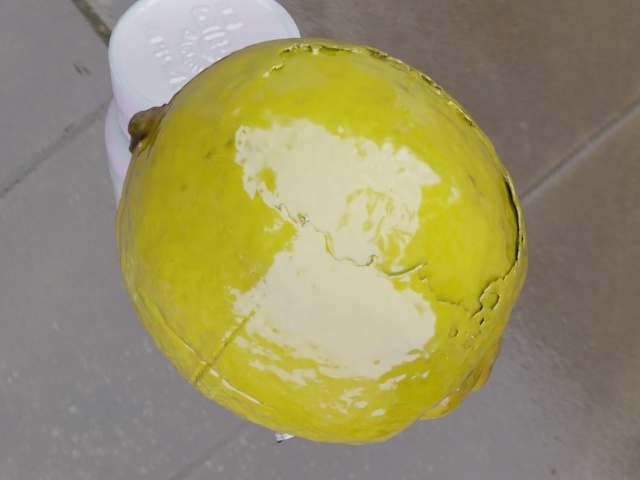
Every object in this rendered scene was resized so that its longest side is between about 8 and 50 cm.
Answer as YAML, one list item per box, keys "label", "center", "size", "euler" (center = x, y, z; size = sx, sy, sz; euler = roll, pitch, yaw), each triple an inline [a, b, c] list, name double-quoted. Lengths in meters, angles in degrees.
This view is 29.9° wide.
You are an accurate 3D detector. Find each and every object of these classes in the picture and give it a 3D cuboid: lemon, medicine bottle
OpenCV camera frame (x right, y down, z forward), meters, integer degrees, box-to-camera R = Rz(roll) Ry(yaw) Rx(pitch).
- label: "lemon"
  center: [0.001, 0.000, 0.860]
  size: [0.297, 0.297, 0.297]
  euler: [-5, 105, -18]
- label: "medicine bottle"
  center: [-0.115, -0.074, 1.269]
  size: [0.214, 0.213, 0.378]
  euler: [-18, 149, -14]

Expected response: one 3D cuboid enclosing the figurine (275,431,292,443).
- label: "figurine"
  center: [-0.051, 0.166, 1.371]
  size: [0.054, 0.072, 0.129]
  euler: [-20, 84, -24]
